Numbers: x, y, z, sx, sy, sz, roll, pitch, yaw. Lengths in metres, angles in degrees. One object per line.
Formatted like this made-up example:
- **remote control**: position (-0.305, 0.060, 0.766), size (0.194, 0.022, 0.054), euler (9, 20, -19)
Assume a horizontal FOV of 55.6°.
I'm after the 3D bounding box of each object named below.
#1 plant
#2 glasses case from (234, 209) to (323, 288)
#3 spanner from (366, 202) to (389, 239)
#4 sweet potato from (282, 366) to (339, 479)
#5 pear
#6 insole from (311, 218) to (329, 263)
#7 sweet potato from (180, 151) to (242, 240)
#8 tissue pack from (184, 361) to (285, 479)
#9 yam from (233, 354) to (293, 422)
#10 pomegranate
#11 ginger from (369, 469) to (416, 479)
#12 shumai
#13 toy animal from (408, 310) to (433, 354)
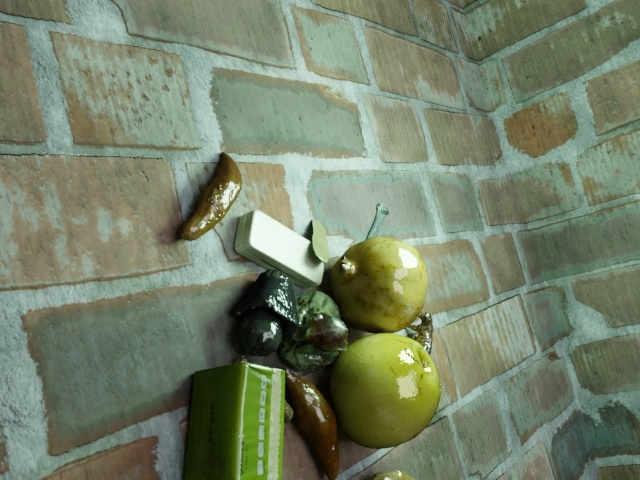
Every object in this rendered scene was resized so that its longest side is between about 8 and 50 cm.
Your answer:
- **plant**: position (-0.148, 0.202, 1.690), size (0.164, 0.142, 0.256), euler (42, 43, -32)
- **glasses case**: position (-0.118, 0.032, 1.847), size (0.313, 0.070, 0.131), euler (31, 52, -38)
- **spanner**: position (0.201, -0.035, 2.288), size (0.071, 0.018, 0.301), euler (48, 45, -25)
- **sweet potato**: position (-0.012, 0.514, 1.744), size (0.112, 0.112, 0.359), euler (-35, 99, -50)
- **pear**: position (0.191, 0.448, 1.831), size (0.348, 0.348, 0.348), euler (22, 59, -42)
- **insole**: position (0.000, 0.000, 1.959), size (0.081, 0.011, 0.247), euler (41, 21, -23)
- **sweet potato**: position (-0.285, -0.123, 1.696), size (0.106, 0.095, 0.354), euler (16, 49, 2)
- **tissue pack**: position (-0.205, 0.451, 1.471), size (0.167, 0.200, 0.274), euler (23, 59, -44)
- **yam**: position (-0.157, 0.408, 1.664), size (0.241, 0.057, 0.056), euler (55, 42, -21)
- **pomegranate**: position (0.175, 0.138, 1.961), size (0.343, 0.343, 0.342), euler (22, 59, -42)
- **ginger**: position (0.330, 0.856, 1.924), size (0.348, 0.122, 0.362), euler (-22, 83, -22)
- **shumai**: position (0.013, 0.256, 1.794), size (0.225, 0.222, 0.260), euler (49, 39, -21)
- **toy animal**: position (0.372, 0.398, 2.227), size (0.114, 0.116, 0.255), euler (29, 55, -37)
